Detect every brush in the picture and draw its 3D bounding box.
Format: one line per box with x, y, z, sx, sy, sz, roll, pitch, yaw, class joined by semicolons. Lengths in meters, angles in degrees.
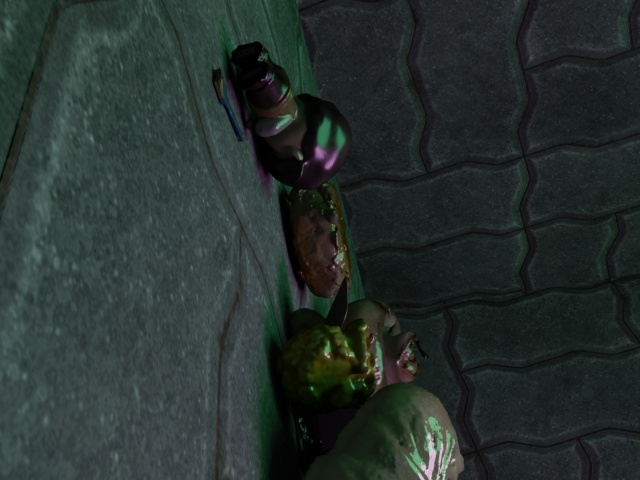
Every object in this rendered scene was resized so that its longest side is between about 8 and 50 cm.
-0.163;-0.236;1.253;0.164;0.014;0.051;73;11;-54;brush

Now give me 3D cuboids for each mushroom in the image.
0.167;0.339;1.947;0.362;0.295;0.362;-10;90;-71;mushroom

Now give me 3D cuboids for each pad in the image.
0.011;0.217;1.514;0.176;0.002;0.266;-87;-162;-64;pad

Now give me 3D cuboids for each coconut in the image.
-0.029;0.186;1.508;0.082;0.083;0.081;60;-25;-11;coconut

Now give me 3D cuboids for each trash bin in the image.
0.043;0.403;1.581;0.165;0.115;0.225;-86;172;-62;trash bin

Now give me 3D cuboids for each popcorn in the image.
0.018;0.247;1.318;0.218;0.189;0.169;72;8;-61;popcorn

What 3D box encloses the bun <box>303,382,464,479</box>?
0.116;0.423;1.214;0.365;0.219;0.365;-47;159;-23;bun

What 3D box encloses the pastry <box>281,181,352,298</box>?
0.000;0.000;1.768;0.329;0.136;0.329;-10;90;-85;pastry

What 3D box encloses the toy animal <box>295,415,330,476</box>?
-0.018;0.425;1.391;0.108;0.062;0.220;-159;-124;-76;toy animal

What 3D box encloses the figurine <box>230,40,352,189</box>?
-0.083;-0.240;1.462;0.365;0.206;0.218;29;23;-50;figurine
